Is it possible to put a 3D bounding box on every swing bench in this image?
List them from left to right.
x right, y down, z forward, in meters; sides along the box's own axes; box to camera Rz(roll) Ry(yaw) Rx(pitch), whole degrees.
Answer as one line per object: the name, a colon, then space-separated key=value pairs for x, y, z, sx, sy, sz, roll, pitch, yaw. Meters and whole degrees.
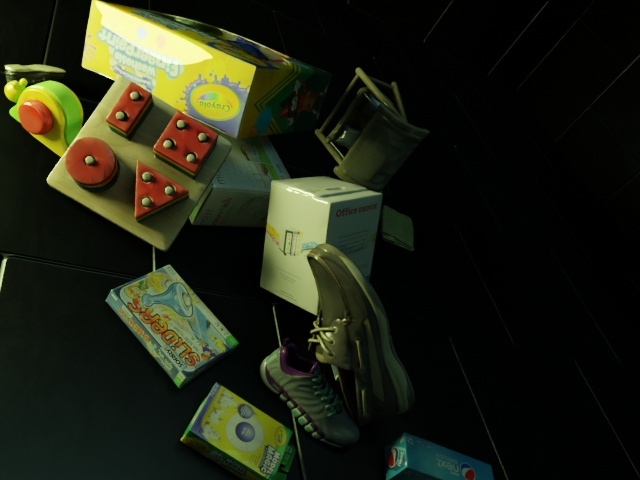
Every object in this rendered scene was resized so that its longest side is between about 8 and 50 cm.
swing bench: x=0.142 y=-0.311 z=1.700 sx=0.165 sy=0.253 sz=0.255 roll=9 pitch=43 yaw=-34

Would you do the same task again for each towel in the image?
towel: x=0.215 y=-0.035 z=1.647 sx=0.110 sy=0.027 sz=0.148 roll=25 pitch=38 yaw=-16

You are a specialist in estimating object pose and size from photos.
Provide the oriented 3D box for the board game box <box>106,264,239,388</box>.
board game box: x=-0.257 y=0.144 z=1.021 sx=0.201 sy=0.035 sz=0.136 roll=45 pitch=35 yaw=11

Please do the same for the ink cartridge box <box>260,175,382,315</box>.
ink cartridge box: x=0.000 y=0.000 z=1.196 sx=0.168 sy=0.233 sz=0.171 roll=22 pitch=23 yaw=37

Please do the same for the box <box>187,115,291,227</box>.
box: x=-0.212 y=-0.167 z=1.333 sx=0.231 sy=0.127 sz=0.262 roll=-1 pitch=50 yaw=-41

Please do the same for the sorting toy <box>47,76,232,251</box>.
sorting toy: x=-0.340 y=-0.154 z=1.106 sx=0.257 sy=0.089 sz=0.256 roll=31 pitch=77 yaw=-7

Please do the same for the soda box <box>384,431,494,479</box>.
soda box: x=0.224 y=0.435 z=1.088 sx=0.210 sy=0.067 sz=0.071 roll=25 pitch=37 yaw=-17

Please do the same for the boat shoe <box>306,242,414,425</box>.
boat shoe: x=0.051 y=0.180 z=1.048 sx=0.130 sy=0.132 sz=0.356 roll=-27 pitch=98 yaw=-19

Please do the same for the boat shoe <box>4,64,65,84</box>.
boat shoe: x=-0.620 y=-0.360 z=1.269 sx=0.048 sy=0.042 sz=0.133 roll=24 pitch=27 yaw=26

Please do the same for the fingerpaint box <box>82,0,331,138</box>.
fingerpaint box: x=-0.255 y=-0.407 z=1.380 sx=0.444 sy=0.163 sz=0.371 roll=27 pitch=23 yaw=18

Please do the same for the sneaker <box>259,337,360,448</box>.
sneaker: x=-0.007 y=0.275 z=1.038 sx=0.223 sy=0.098 sz=0.083 roll=40 pitch=35 yaw=3

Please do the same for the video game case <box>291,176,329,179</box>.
video game case: x=0.004 y=-0.098 z=1.537 sx=0.190 sy=0.022 sz=0.173 roll=-11 pitch=57 yaw=-47

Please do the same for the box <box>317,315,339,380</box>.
box: x=0.045 y=0.203 z=1.200 sx=0.054 sy=0.059 sz=0.169 roll=9 pitch=44 yaw=-30

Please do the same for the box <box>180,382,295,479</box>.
box: x=-0.121 y=0.321 z=0.936 sx=0.179 sy=0.043 sz=0.105 roll=35 pitch=35 yaw=-6

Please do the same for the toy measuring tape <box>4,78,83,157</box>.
toy measuring tape: x=-0.488 y=-0.221 z=1.163 sx=0.330 sy=0.121 sz=0.121 roll=37 pitch=35 yaw=-1
